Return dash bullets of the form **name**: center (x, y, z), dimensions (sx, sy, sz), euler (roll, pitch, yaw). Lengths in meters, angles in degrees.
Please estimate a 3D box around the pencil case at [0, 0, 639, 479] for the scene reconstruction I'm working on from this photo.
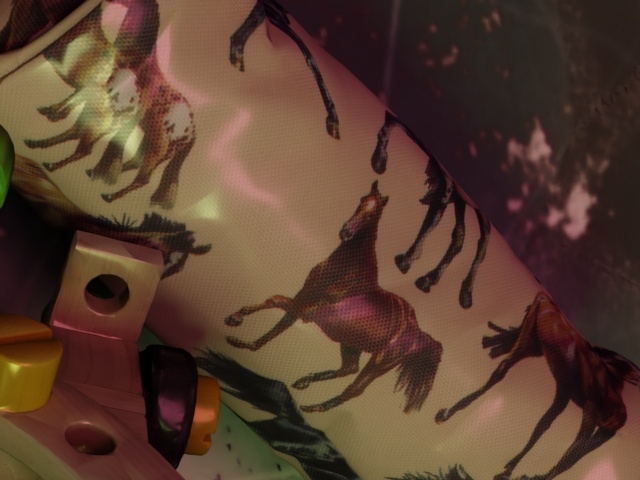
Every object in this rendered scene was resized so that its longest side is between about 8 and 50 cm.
- **pencil case**: center (0.000, 0.000, 0.873), dimensions (0.410, 0.160, 0.183), euler (46, 52, -24)

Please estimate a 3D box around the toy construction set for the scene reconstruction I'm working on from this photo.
- **toy construction set**: center (-0.152, 0.045, 0.681), dimensions (0.257, 0.237, 0.309), euler (-6, 121, 3)
